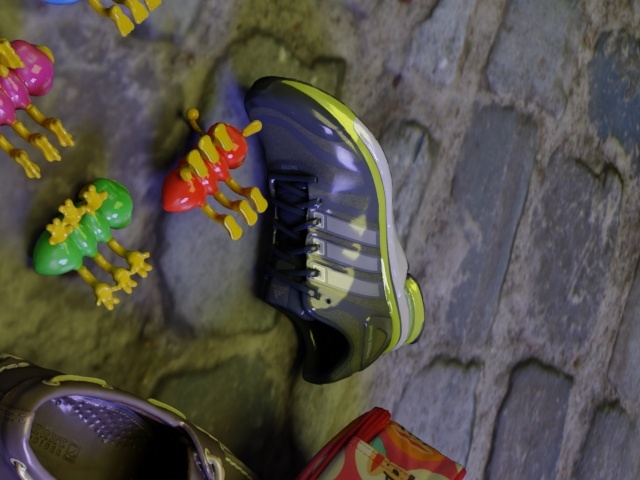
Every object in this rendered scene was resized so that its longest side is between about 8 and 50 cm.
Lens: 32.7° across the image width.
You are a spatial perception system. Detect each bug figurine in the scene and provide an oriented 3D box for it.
[{"bbox_3d":[-0.151,-0.092,0.778,0.216,0.072,0.279,-47,132,-27],"label":"bug figurine"}]

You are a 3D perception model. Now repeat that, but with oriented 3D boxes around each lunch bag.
[{"bbox_3d":[-0.011,0.301,0.905,0.293,0.120,0.258,-46,164,-35],"label":"lunch bag"}]

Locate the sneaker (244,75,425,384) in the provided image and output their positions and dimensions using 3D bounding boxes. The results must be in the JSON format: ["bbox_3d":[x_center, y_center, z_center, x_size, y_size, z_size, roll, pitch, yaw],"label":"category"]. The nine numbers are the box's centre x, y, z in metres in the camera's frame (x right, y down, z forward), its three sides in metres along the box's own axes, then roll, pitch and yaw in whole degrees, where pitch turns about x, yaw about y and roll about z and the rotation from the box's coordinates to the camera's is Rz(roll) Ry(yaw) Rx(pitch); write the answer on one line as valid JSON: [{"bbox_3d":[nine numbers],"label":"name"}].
[{"bbox_3d":[0.000,0.000,0.940,0.121,0.111,0.300,-41,122,-33],"label":"sneaker"}]

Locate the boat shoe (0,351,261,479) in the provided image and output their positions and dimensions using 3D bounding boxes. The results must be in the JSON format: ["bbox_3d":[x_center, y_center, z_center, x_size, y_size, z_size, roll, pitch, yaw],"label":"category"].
[{"bbox_3d":[-0.133,0.175,0.814,0.324,0.096,0.117,40,65,-44],"label":"boat shoe"}]
